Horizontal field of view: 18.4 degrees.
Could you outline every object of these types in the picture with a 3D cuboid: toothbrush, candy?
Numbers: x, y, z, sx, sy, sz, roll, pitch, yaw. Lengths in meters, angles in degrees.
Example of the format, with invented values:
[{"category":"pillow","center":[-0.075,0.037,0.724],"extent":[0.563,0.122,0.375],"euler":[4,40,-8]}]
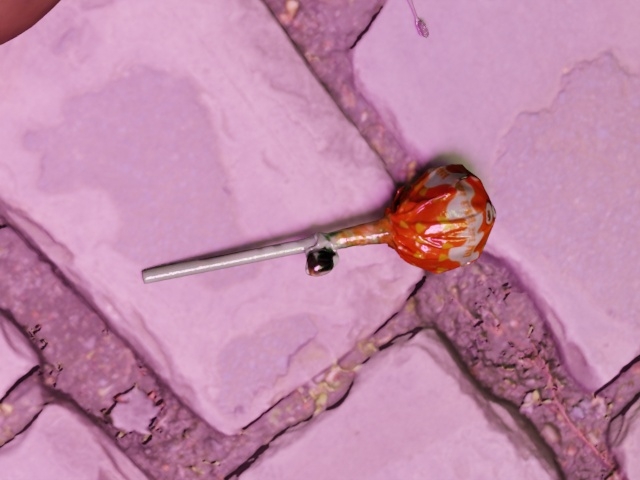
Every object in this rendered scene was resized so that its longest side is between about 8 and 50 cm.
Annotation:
[{"category":"toothbrush","center":[0.065,-0.197,1.526],"extent":[0.006,0.008,0.097],"euler":[-37,123,-20]},{"category":"candy","center":[0.000,-0.001,1.566],"extent":[0.288,0.078,0.084],"euler":[-10,121,-10]}]

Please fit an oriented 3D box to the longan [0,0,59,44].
[{"category":"longan","center":[-0.261,-0.225,1.235],"extent":[0.258,0.258,0.258],"euler":[-9,117,-19]}]
